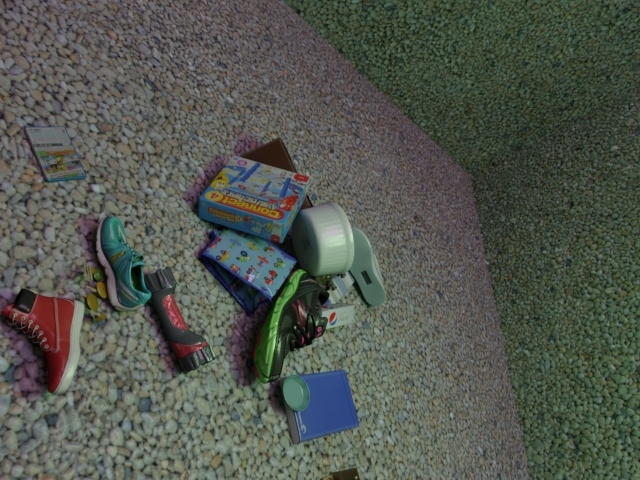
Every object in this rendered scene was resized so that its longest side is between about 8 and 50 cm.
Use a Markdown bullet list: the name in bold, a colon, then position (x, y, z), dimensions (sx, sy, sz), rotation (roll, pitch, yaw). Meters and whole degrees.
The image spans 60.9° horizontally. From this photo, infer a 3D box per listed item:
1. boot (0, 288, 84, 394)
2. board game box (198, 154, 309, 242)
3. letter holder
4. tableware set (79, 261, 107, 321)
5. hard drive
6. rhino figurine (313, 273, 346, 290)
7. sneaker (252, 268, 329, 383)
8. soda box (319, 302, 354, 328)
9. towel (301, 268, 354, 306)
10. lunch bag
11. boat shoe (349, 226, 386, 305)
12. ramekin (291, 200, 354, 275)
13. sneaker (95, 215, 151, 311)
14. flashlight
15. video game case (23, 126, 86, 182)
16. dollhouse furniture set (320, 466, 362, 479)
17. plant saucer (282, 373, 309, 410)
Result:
- **boot**: position (-0.655, 0.232, 1.261), dimensions (0.176, 0.088, 0.244), rotation (24, 41, -41)
- **board game box**: position (-0.228, -0.154, 1.923), dimensions (0.308, 0.086, 0.302), rotation (16, 40, 5)
- **letter holder**: position (-0.182, -0.210, 2.142), dimensions (0.152, 0.214, 0.302), rotation (45, 20, -82)
- **tableware set**: position (-0.593, 0.137, 1.428), dimensions (0.104, 0.024, 0.154), rotation (57, 14, -69)
- **hard drive**: position (0.002, 0.569, 1.899), dimensions (0.319, 0.040, 0.210), rotation (9, 60, -49)
- **rhino figurine**: position (0.019, 0.148, 2.137), dimensions (0.106, 0.073, 0.243), rotation (59, 38, -15)
- **sneaker**: position (-0.081, 0.283, 1.835), dimensions (0.202, 0.185, 0.483), rotation (28, 41, -1)
- **soda box**: position (0.044, 0.290, 2.103), dimensions (0.216, 0.069, 0.074), rotation (-2, 98, -53)
- **towel**: position (0.029, 0.149, 2.237), dimensions (0.209, 0.034, 0.285), rotation (59, 36, -8)
- **lunch bag**: position (-0.261, 0.066, 1.858), dimensions (0.293, 0.138, 0.221), rotation (44, 40, -9)
- **boat shoe**: position (0.196, 0.097, 2.387), dimensions (0.156, 0.136, 0.367), rotation (-75, 141, -72)
- **ramekin**: position (0.000, 0.000, 2.018), dimensions (0.135, 0.277, 0.277), rotation (-11, 73, -25)
- **sneaker**: position (-0.534, 0.056, 1.504), dimensions (0.107, 0.110, 0.275), rotation (4, 64, -67)
- **flashlight**: position (-0.407, 0.225, 1.564), dimensions (0.103, 0.103, 0.304), rotation (-18, 82, -54)
- **video game case**: position (-0.746, -0.245, 1.537), dimensions (0.119, 0.015, 0.166), rotation (-18, 81, -56)
- **dollhouse furniture set**: position (0.052, 0.818, 1.715), dimensions (0.151, 0.123, 0.144), rotation (4, 64, -51)
- **plant saucer**: position (-0.084, 0.499, 1.780), dimensions (0.119, 0.021, 0.119), rotation (31, 44, -36)
